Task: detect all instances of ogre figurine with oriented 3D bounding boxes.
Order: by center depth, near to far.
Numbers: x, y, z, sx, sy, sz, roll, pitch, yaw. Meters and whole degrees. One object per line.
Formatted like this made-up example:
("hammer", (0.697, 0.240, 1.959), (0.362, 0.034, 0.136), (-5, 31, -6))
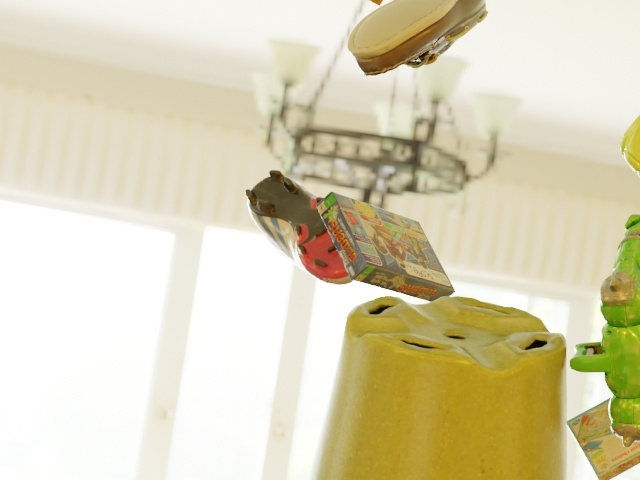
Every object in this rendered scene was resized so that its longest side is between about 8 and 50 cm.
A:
("ogre figurine", (0.262, 0.089, 1.216), (0.097, 0.197, 0.118), (19, 21, 22))

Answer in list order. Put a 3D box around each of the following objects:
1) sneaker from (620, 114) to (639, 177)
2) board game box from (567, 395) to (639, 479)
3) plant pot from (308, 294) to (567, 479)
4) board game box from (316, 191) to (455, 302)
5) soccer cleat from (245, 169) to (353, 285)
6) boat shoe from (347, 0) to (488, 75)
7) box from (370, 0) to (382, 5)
("sneaker", (0.453, -0.091, 1.501), (0.296, 0.123, 0.109), (8, 38, -21))
("board game box", (0.441, 0.266, 2.112), (0.154, 0.103, 0.026), (-29, -40, 4))
("plant pot", (0.098, 0.187, 1.227), (0.276, 0.254, 0.276), (4, 13, -1))
("board game box", (0.094, 0.012, 2.089), (0.035, 0.136, 0.201), (-43, -37, 25))
("soccer cleat", (0.000, 0.000, 2.320), (0.331, 0.116, 0.143), (42, -13, 52))
("boat shoe", (0.146, -0.299, 2.069), (0.117, 0.096, 0.324), (5, 33, 32))
("box", (0.021, -0.314, 1.714), (0.081, 0.028, 0.136), (40, 11, 36))
